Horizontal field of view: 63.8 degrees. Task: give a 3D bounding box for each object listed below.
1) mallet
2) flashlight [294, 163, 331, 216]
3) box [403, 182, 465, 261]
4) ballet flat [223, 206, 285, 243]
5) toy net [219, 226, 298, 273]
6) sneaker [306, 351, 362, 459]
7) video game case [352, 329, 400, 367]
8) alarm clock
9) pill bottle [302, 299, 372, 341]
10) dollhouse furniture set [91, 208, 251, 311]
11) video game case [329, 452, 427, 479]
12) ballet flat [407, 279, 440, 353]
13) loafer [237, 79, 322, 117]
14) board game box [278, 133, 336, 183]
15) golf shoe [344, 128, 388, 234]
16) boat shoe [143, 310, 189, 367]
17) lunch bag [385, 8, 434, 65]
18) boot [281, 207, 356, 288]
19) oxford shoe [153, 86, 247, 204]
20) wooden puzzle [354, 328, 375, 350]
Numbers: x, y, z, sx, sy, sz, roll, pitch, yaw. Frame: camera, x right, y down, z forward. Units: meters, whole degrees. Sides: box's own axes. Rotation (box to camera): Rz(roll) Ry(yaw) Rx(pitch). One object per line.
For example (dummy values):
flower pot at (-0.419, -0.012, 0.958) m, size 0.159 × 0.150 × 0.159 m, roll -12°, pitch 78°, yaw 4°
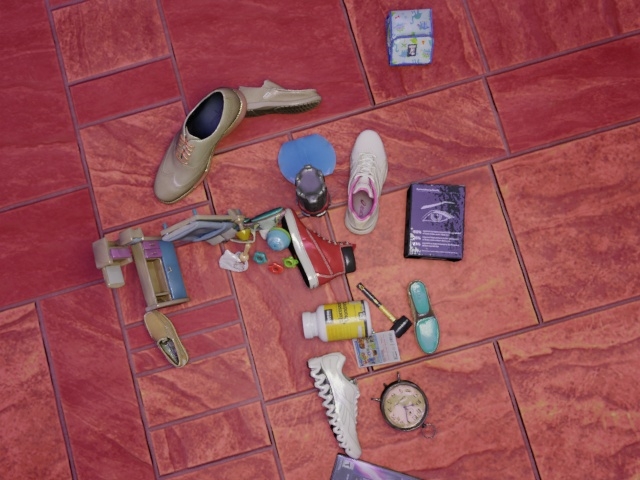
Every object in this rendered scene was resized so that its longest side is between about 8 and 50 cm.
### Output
mallet at (0.182, 0.185, 1.457) m, size 0.062 × 0.039 × 0.190 m, roll -38°, pitch 80°, yaw -1°
flashlight at (-0.022, -0.130, 1.361) m, size 0.103 × 0.304 × 0.103 m, roll 34°, pitch 85°, yaw 6°
box at (0.317, -0.050, 1.438) m, size 0.153 × 0.108 × 0.207 m, roll 5°, pitch 84°, yaw 3°
ballet flat at (-0.190, -0.036, 1.465) m, size 0.221 × 0.077 × 0.079 m, roll -13°, pitch 105°, yaw 18°
toy net at (-0.178, 0.046, 1.456) m, size 0.232 × 0.045 × 0.122 m, roll -17°, pitch 119°, yaw 25°
sneaker at (0.062, 0.446, 1.401) m, size 0.118 × 0.110 × 0.292 m, roll -20°, pitch 84°, yaw -9°
video game case at (0.155, 0.303, 1.436) m, size 0.122 × 0.011 × 0.087 m, roll -13°, pitch 89°, yaw 16°
alarm clock at (0.241, 0.464, 1.408) m, size 0.129 × 0.064 × 0.192 m, roll -44°, pitch 82°, yaw -3°
pill bottle at (0.046, 0.224, 1.421) m, size 0.184 × 0.103 × 0.103 m, roll -7°, pitch 84°, yaw 1°
dollhouse furniture set at (-0.358, 0.047, 1.339) m, size 0.303 × 0.286 × 0.198 m, roll -21°, pitch 83°, yaw 24°
video game case at (0.151, 0.718, 1.404) m, size 0.274 × 0.026 × 0.196 m, roll 16°, pitch 85°, yaw 4°
ballet flat at (0.288, 0.210, 1.432) m, size 0.073 × 0.067 × 0.206 m, roll -9°, pitch 86°, yaw 5°
loafer at (-0.131, -0.420, 1.497) m, size 0.268 × 0.102 × 0.092 m, roll -4°, pitch 90°, yaw 2°
board game box at (-0.040, -0.235, 1.511) m, size 0.168 × 0.033 × 0.133 m, roll -18°, pitch 78°, yaw -5°
golf shoe at (0.132, -0.174, 1.444) m, size 0.115 × 0.140 × 0.307 m, roll 4°, pitch 83°, yaw 4°
boat shoe at (-0.439, 0.274, 1.448) m, size 0.068 × 0.072 × 0.190 m, roll -40°, pitch 84°, yaw -2°
lunch bag at (0.261, -0.592, 1.511) m, size 0.128 × 0.096 × 0.151 m, roll -3°, pitch 98°, yaw -1°
boot at (0.000, 0.000, 1.467) m, size 0.176 × 0.088 × 0.244 m, roll -21°, pitch 74°, yaw -17°
oxford shoe at (-0.368, -0.269, 1.442) m, size 0.140 × 0.146 × 0.397 m, roll 37°, pitch 103°, yaw 4°
wooden puzzle at (0.136, 0.281, 1.460) m, size 0.083 × 0.006 × 0.049 m, roll -22°, pitch 84°, yaw 0°
